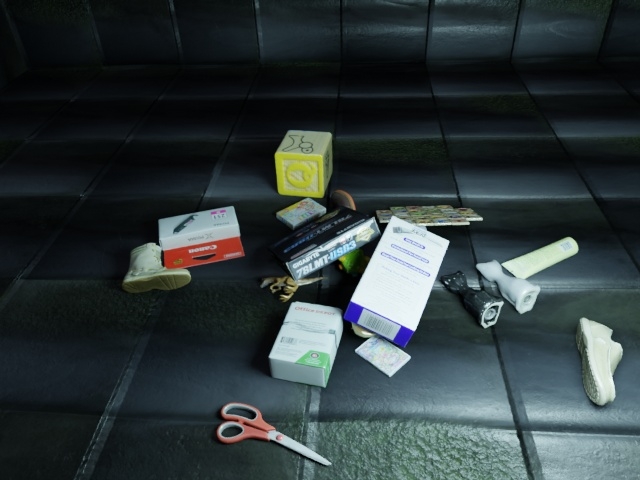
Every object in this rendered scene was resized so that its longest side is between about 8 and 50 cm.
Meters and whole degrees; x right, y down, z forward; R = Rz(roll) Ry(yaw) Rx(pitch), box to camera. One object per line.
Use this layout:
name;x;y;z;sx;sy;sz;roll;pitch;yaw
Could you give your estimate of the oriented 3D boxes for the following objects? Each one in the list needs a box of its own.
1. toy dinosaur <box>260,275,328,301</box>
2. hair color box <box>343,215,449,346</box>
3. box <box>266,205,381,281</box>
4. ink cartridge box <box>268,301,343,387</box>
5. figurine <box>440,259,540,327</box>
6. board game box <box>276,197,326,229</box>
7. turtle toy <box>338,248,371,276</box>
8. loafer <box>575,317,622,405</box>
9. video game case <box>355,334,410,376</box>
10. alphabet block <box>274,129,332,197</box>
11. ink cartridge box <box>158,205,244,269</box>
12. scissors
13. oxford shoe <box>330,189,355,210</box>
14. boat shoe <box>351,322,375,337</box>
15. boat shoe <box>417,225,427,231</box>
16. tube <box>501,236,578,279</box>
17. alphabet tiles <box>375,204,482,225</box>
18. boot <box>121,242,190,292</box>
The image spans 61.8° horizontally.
toy dinosaur;-0.085;0.130;1.643;0.211;0.064;0.112;0;36;3
hair color box;0.216;0.106;1.495;0.185;0.110;0.339;25;54;8
box;0.000;0.000;1.657;0.295;0.073;0.293;-29;16;-9
ink cartridge box;-0.033;0.273;1.431;0.153;0.087;0.208;7;39;14
figurine;0.497;0.137;1.583;0.215;0.092;0.209;-16;35;-18
board game box;-0.071;-0.100;1.973;0.154;0.026;0.103;-28;45;-30
turtle toy;0.107;0.066;1.710;0.095;0.066;0.130;31;41;4
loafer;0.708;0.296;1.342;0.092;0.102;0.268;2;37;16
video game case;0.167;0.307;1.437;0.087;0.011;0.122;-32;46;-32
alphabet block;-0.061;-0.304;2.105;0.192;0.193;0.197;5;38;12
ink cartridge box;-0.417;-0.012;1.856;0.275;0.060;0.239;-11;37;-11
scissors;-0.107;0.450;1.257;0.297;0.021;0.109;6;36;14
oxford shoe;0.079;-0.091;1.900;0.098;0.097;0.271;-19;40;-10
boat shoe;0.148;0.179;1.558;0.104;0.089;0.285;25;44;1
boat shoe;0.284;0.050;1.687;0.094;0.109;0.302;6;41;7
tube;0.702;0.058;1.698;0.240;0.062;0.070;-21;-3;-15
alphabet tiles;0.368;-0.089;1.854;0.342;0.011;0.285;-1;14;2
boot;-0.518;0.080;1.713;0.213;0.077;0.165;-8;45;1
